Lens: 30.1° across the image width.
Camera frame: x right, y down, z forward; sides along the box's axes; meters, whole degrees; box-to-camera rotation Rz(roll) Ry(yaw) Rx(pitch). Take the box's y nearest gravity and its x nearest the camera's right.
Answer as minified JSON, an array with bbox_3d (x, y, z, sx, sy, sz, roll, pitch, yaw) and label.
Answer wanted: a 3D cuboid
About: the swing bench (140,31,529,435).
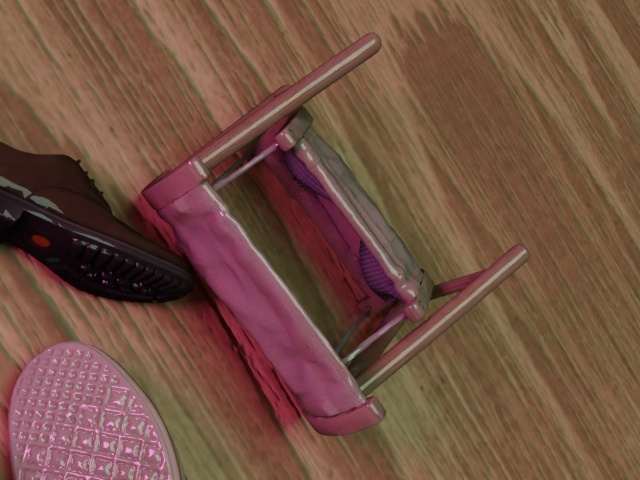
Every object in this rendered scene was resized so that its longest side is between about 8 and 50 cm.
[{"bbox_3d":[0.000,0.000,1.037,0.255,0.165,0.253,-41,100,-36],"label":"swing bench"}]

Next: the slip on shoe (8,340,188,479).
[{"bbox_3d":[-0.130,0.228,0.886,0.123,0.101,0.331,-31,81,-4],"label":"slip on shoe"}]

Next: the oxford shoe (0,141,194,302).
[{"bbox_3d":[-0.192,-0.021,0.940,0.227,0.083,0.096,30,52,-28],"label":"oxford shoe"}]
